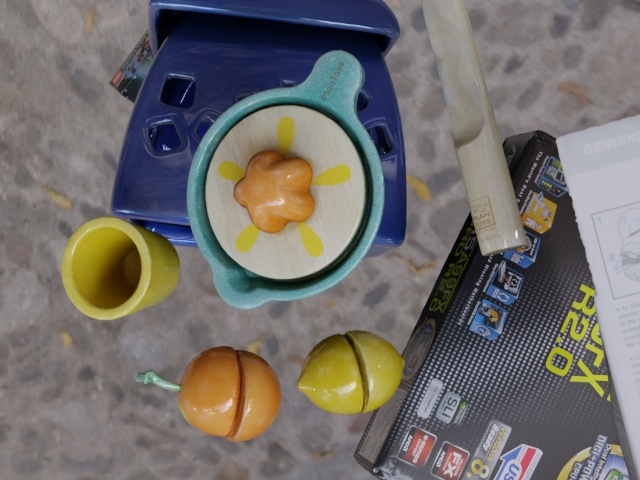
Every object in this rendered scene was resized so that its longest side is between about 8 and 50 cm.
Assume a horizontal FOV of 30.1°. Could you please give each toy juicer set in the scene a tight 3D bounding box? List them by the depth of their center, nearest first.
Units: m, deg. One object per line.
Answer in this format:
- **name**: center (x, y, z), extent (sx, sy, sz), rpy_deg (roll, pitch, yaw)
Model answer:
- **toy juicer set**: center (0.000, 0.000, 0.746), extent (0.329, 0.089, 0.209), rpy_deg (-37, 76, 16)

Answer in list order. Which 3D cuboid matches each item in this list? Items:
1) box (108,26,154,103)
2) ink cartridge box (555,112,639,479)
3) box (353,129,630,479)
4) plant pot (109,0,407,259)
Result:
- **box**: center (-0.095, -0.172, 1.319), extent (0.233, 0.044, 0.159), rpy_deg (34, 94, -37)
- **ink cartridge box**: center (0.233, 0.039, 0.594), extent (0.189, 0.066, 0.232), rpy_deg (-15, 86, 4)
- **box**: center (0.179, 0.087, 0.864), extent (0.216, 0.060, 0.270), rpy_deg (28, 85, -11)
- **plant pot**: center (-0.050, -0.101, 1.024), extent (0.236, 0.236, 0.212), rpy_deg (5, 85, -6)
